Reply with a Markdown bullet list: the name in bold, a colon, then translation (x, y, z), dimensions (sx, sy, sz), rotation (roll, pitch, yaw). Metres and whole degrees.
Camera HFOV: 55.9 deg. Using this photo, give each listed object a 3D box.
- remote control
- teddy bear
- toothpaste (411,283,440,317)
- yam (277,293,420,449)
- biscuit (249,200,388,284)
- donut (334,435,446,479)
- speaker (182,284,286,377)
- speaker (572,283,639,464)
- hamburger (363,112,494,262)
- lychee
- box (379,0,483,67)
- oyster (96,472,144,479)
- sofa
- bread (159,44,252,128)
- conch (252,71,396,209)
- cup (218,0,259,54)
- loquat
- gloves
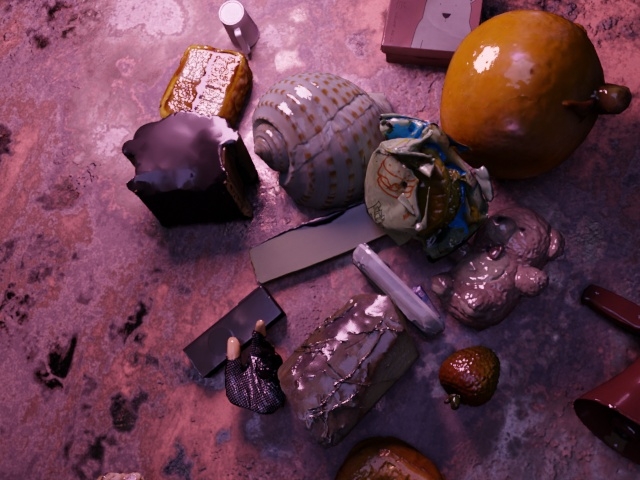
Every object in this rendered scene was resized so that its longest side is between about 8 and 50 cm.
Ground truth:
- **remote control**: translation (0.156, 0.103, 1.237), dimensions (0.052, 0.104, 0.247), rotation (-43, 73, -4)
- **teddy bear**: translation (0.350, 0.050, 1.195), dimensions (0.267, 0.151, 0.236), rotation (-54, 42, -1)
- **toothpaste**: translation (0.224, 0.130, 1.268), dimensions (0.024, 0.015, 0.083), rotation (-35, 68, 0)
- **yam**: translation (0.061, 0.235, 1.165), dimensions (0.271, 0.202, 0.201), rotation (-39, 73, -5)
- **biscuit**: translation (0.000, 0.000, 1.321), dimensions (0.322, 0.038, 0.099), rotation (-22, 77, 2)
- **donut**: translation (0.130, 0.488, 1.139), dimensions (0.226, 0.114, 0.226), rotation (-2, 77, 8)
- **speaker**: translation (-0.185, 0.195, 1.295), dimensions (0.218, 0.044, 0.082), rotation (-39, 74, -2)
- **speaker**: translation (0.610, 0.233, 1.144), dimensions (0.259, 0.198, 0.329), rotation (13, 56, 51)
- **hamburger**: translation (0.180, -0.092, 1.161), dimensions (0.276, 0.150, 0.260), rotation (41, 127, 23)
- **lychee**: translation (0.289, 0.267, 1.170), dimensions (0.114, 0.114, 0.146), rotation (39, 70, 15)
- **box**: translation (0.260, -0.511, 1.388), dimensions (0.215, 0.086, 0.215), rotation (9, 77, 11)
- **oyster**: translation (-0.451, 0.617, 1.191), dimensions (0.238, 0.115, 0.351), rotation (28, 82, 14)
- **sofa**: translation (-0.279, -0.156, 1.333), dimensions (0.258, 0.200, 0.182), rotation (-6, 64, 8)
- **bread**: translation (-0.271, -0.351, 1.424), dimensions (0.181, 0.096, 0.222), rotation (18, 79, 10)
- **conch**: translation (0.018, -0.230, 1.294), dimensions (0.319, 0.215, 0.303), rotation (-28, 84, 2)
- **cup**: translation (-0.193, -0.504, 1.443), dimensions (0.074, 0.116, 0.104), rotation (-13, 81, 7)
- **loquat**: translation (0.409, -0.283, 1.173), dimensions (0.359, 0.328, 0.328), rotation (13, 76, 41)
- **gloves**: translation (-0.122, 0.250, 1.231), dimensions (0.129, 0.106, 0.180), rotation (17, 95, 45)
